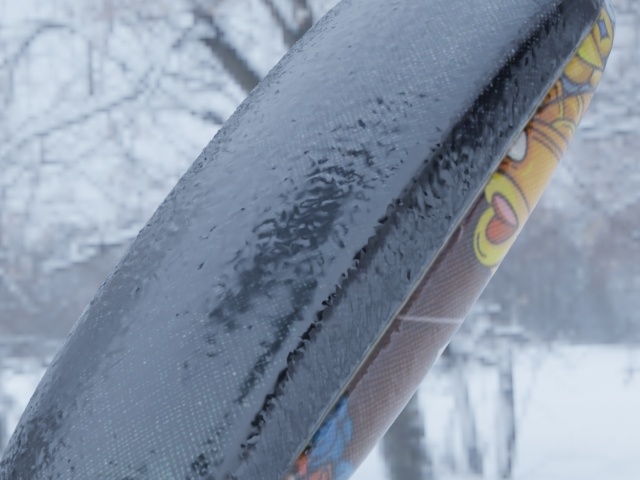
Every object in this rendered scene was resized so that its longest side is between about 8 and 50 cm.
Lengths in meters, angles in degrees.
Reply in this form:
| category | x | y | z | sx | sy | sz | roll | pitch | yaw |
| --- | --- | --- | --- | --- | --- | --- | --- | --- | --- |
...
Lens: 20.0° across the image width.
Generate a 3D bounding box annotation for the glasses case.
| category | x | y | z | sx | sy | sz | roll | pitch | yaw |
| --- | --- | --- | --- | --- | --- | --- | --- | --- | --- |
| glasses case | 0.000 | 0.000 | 0.675 | 0.122 | 0.321 | 0.082 | 7 | -39 | 44 |
